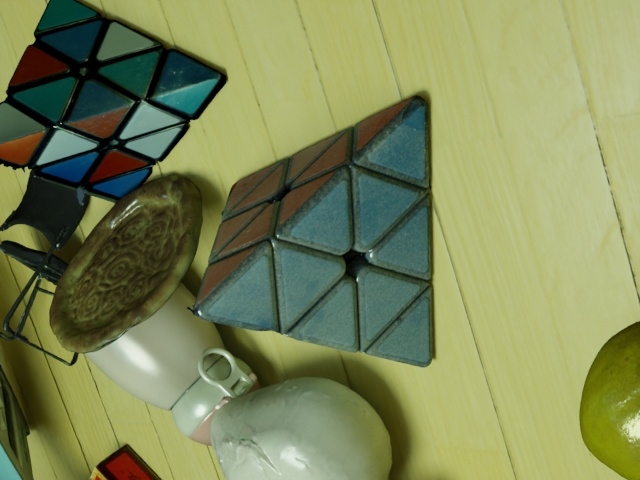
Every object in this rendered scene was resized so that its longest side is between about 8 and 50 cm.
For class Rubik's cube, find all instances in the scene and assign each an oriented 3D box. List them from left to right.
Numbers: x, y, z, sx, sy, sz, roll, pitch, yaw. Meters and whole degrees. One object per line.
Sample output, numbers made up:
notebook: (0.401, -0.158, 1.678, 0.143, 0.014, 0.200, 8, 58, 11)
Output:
Rubik's cube: (-0.275, -0.144, 1.484, 0.234, 0.284, 0.250, 82, 161, -50)
Rubik's cube: (-0.002, 0.000, 1.266, 0.233, 0.228, 0.228, -1, 71, 5)

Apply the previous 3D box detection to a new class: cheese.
cheese: (-0.010, 0.246, 1.392, 0.189, 0.154, 0.198, -25, 107, 45)

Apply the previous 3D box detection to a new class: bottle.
bottle: (-0.170, 0.158, 1.507, 0.236, 0.147, 0.147, 44, 134, 4)

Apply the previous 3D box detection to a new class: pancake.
pancake: (-0.235, 0.031, 1.442, 0.250, 0.250, 0.031, -8, 141, 43)

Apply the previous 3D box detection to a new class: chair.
chair: (-0.373, 0.032, 1.645, 0.140, 0.221, 0.145, 15, 164, 35)

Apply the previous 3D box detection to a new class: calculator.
calculator: (-0.493, 0.200, 1.744, 0.256, 0.055, 0.386, -120, 15, -54)

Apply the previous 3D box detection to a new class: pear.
pear: (0.308, 0.141, 1.069, 0.149, 0.149, 0.162, 43, 133, 16)

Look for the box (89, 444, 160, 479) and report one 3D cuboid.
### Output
box: (-0.291, 0.433, 1.806, 0.153, 0.074, 0.239, 45, 135, 19)
